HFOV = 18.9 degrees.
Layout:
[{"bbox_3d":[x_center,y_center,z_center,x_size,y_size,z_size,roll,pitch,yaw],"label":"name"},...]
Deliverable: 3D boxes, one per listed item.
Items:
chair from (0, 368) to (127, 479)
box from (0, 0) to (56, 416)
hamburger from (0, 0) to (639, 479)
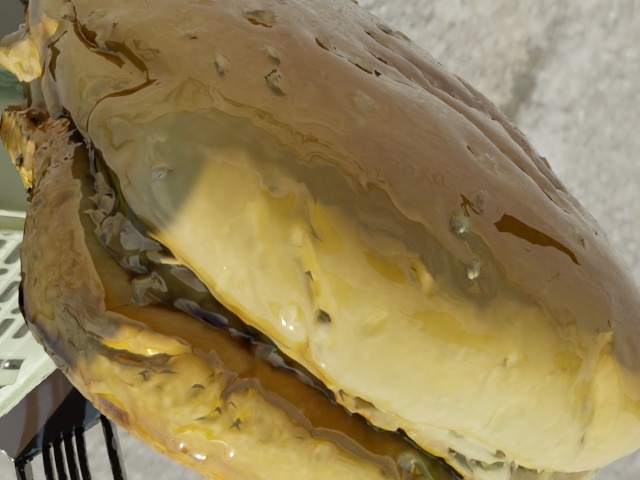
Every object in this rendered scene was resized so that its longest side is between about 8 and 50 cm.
[{"bbox_3d":[-0.182,0.116,1.232,0.084,0.212,0.101,-29,118,6],"label":"chair"},{"bbox_3d":[-0.225,-0.013,1.023,0.221,0.166,0.290,8,146,-36],"label":"box"},{"bbox_3d":[0.000,0.000,0.788,0.314,0.290,0.170,32,102,-27],"label":"hamburger"}]
